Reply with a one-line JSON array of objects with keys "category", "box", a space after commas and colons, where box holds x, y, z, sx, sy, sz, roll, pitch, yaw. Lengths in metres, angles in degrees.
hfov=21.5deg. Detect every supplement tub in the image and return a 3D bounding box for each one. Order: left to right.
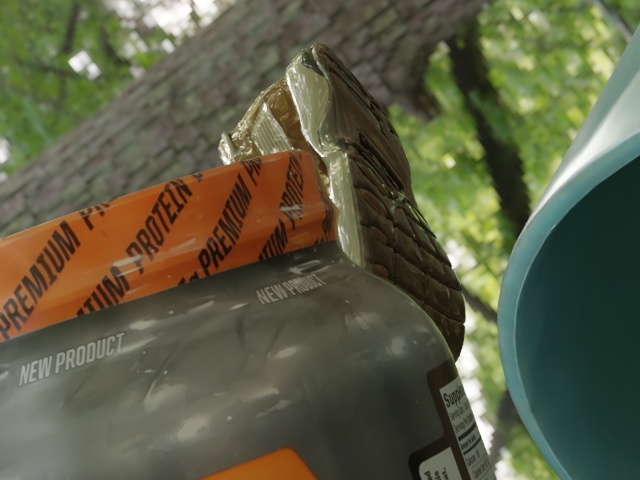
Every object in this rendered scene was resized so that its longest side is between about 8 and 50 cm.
[{"category": "supplement tub", "box": [-0.021, 0.144, 0.529, 0.193, 0.193, 0.316, -8, -103, -81]}]

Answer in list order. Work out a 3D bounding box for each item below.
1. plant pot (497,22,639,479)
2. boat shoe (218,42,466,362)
[{"category": "plant pot", "box": [0.216, -0.032, 0.388, 0.293, 0.293, 0.235, 48, -126, -35]}, {"category": "boat shoe", "box": [0.000, 0.000, 1.029, 0.122, 0.120, 0.324, 50, -166, -27]}]
